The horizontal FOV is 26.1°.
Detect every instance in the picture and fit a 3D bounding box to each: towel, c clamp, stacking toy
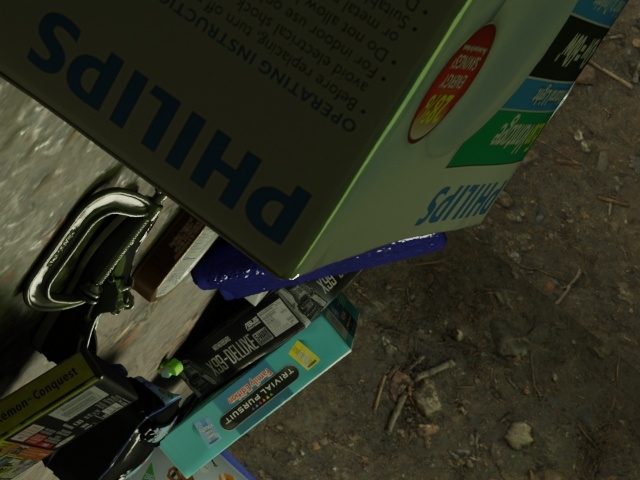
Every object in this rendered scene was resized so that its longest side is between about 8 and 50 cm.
[{"bbox_3d":[0.000,0.000,1.718,0.308,0.076,0.227,-13,172,5],"label":"towel"},{"bbox_3d":[-0.189,0.007,1.230,0.161,0.022,0.137,-49,154,10],"label":"c clamp"},{"bbox_3d":[-0.289,0.287,2.136,0.167,0.052,0.221,-46,171,-37],"label":"stacking toy"}]

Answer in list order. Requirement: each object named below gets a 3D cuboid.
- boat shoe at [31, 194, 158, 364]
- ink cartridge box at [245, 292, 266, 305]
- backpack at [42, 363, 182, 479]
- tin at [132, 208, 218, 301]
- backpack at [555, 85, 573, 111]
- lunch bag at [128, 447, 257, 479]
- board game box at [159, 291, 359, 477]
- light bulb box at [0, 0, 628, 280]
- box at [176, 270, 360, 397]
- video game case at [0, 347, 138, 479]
[{"bbox_3d":[-0.202,0.046,1.327,0.206,0.065,0.075,-53,173,24],"label":"boat shoe"},{"bbox_3d":[-0.060,-0.004,1.968,0.175,0.072,0.127,-49,174,-19],"label":"ink cartridge box"},{"bbox_3d":[-0.260,0.236,1.764,0.158,0.117,0.173,-53,173,16],"label":"backpack"},{"bbox_3d":[-0.143,-0.009,1.560,0.190,0.040,0.106,-51,178,7],"label":"tin"},{"bbox_3d":[0.266,-0.262,1.947,0.225,0.191,0.253,119,-6,-67],"label":"backpack"},{"bbox_3d":[-0.238,0.532,2.390,0.239,0.385,0.328,-55,173,33],"label":"lunch bag"},{"bbox_3d":[-0.093,0.221,2.245,0.336,0.079,0.254,-39,-176,10],"label":"board game box"},{"bbox_3d":[0.052,-0.198,0.749,0.361,0.225,0.358,-58,165,16],"label":"light bulb box"},{"bbox_3d":[-0.069,0.105,2.184,0.307,0.076,0.242,-36,-175,44],"label":"box"},{"bbox_3d":[-0.302,0.195,1.324,0.248,0.035,0.275,-32,171,-7],"label":"video game case"}]
